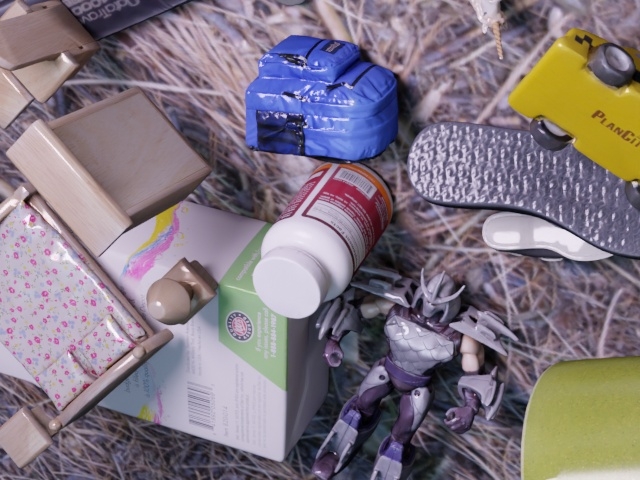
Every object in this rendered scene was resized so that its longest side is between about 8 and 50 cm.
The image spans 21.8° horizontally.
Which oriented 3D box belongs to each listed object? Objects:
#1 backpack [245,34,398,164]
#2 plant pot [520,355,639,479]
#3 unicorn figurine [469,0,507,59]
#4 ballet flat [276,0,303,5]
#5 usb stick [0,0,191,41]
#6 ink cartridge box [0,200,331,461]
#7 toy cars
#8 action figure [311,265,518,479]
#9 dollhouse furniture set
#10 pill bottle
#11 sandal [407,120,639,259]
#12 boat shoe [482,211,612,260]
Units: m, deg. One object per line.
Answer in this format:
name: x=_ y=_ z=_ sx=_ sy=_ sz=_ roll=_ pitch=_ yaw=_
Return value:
backpack: x=0.005 y=-0.119 z=1.424 sx=0.120 sy=0.098 sz=0.101 roll=13 pitch=125 yaw=20
plant pot: x=0.359 y=0.205 z=1.371 sx=0.293 sy=0.275 sz=0.274 roll=-16 pitch=115 yaw=30
unicorn figurine: x=0.104 y=-0.234 z=1.320 sx=0.162 sy=0.060 sz=0.111 roll=31 pitch=135 yaw=26
ballet flat: x=-0.062 y=-0.279 z=1.361 sx=0.072 sy=0.068 sz=0.213 roll=2 pitch=124 yaw=27
usb stick: x=-0.190 y=-0.222 z=1.489 sx=0.278 sy=0.045 sz=0.077 roll=-17 pitch=121 yaw=36
ink cartridge box: x=-0.172 y=0.064 z=1.639 sx=0.353 sy=0.119 sz=0.207 roll=15 pitch=128 yaw=17
toy cars: x=0.345 y=-0.099 z=1.270 sx=0.394 sy=0.087 sz=0.176 roll=3 pitch=133 yaw=22
action figure: x=0.078 y=0.137 z=1.577 sx=0.185 sy=0.099 sz=0.285 roll=32 pitch=129 yaw=16
dollhouse furniture set: x=-0.286 y=0.016 z=1.480 sx=0.355 sy=0.174 sz=0.303 roll=-42 pitch=87 yaw=26
pill bottle: x=0.000 y=0.000 z=1.477 sx=0.086 sy=0.152 sz=0.086 roll=15 pitch=129 yaw=19
sandal: x=0.201 y=-0.049 z=1.394 sx=0.254 sy=0.054 sz=0.097 roll=16 pitch=87 yaw=15
boat shoe: x=0.205 y=-0.003 z=1.443 sx=0.125 sy=0.038 sz=0.046 roll=-1 pitch=81 yaw=22
